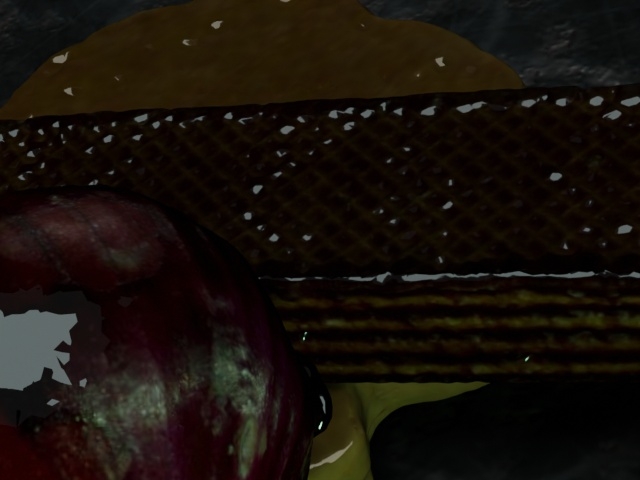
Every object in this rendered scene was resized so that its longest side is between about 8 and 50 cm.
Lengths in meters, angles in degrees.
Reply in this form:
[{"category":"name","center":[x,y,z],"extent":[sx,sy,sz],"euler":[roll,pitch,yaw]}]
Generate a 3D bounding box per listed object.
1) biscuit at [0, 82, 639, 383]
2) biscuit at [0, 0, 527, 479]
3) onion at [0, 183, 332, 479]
[{"category":"biscuit","center":[0.000,0.000,0.635],"extent":[0.388,0.073,0.107],"euler":[-1,48,16]},{"category":"biscuit","center":[-0.034,0.001,0.731],"extent":[0.351,0.057,0.312],"euler":[26,62,33]},{"category":"onion","center":[-0.105,0.110,0.515],"extent":[0.221,0.281,0.281],"euler":[4,35,-34]}]
